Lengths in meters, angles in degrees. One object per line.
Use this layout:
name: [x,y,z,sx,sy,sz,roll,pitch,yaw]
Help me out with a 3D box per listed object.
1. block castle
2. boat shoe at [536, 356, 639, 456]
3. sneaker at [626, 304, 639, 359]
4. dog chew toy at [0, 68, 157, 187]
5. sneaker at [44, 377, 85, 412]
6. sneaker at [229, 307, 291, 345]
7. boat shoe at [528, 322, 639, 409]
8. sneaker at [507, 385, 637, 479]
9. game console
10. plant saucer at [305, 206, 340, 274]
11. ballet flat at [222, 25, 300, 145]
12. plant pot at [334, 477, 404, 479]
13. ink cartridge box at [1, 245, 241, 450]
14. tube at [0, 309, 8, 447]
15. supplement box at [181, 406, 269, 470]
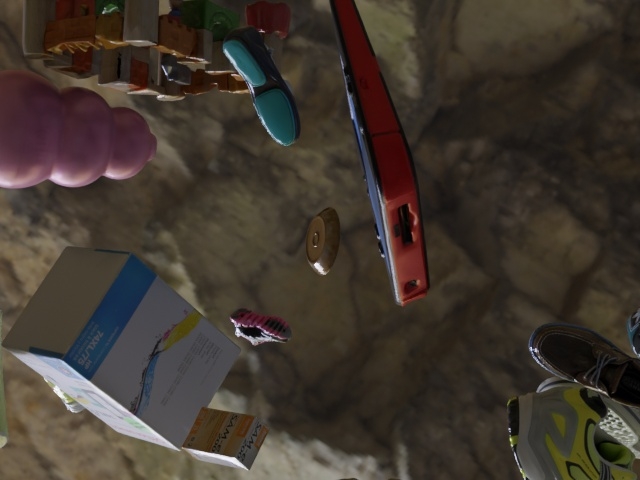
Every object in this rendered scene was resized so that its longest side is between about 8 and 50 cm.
block castle: [-0.281,-0.389,2.168,0.453,0.303,0.212,10,-100,-60]
boat shoe: [0.481,0.264,2.105,0.500,0.187,0.156,31,-113,-59]
sneaker: [0.457,0.098,1.624,0.108,0.121,0.302,-54,-31,-47]
dog chew toy: [-0.451,-0.183,2.202,0.332,0.206,0.206,7,-62,-23]
sneaker: [-0.456,0.202,2.181,0.081,0.208,0.094,-39,-44,-7]
sneaker: [-0.100,0.157,2.152,0.047,0.119,0.057,-38,-44,-48]
boat shoe: [0.332,0.148,1.458,0.066,0.183,0.066,-125,57,-83]
sneaker: [0.401,0.380,1.836,0.384,0.147,0.145,62,-160,-24]
game console: [0.077,-0.122,1.799,0.060,0.342,0.386,-17,-32,-2]
plant saucer: [0.000,0.000,1.519,0.015,0.083,0.083,8,-63,-24]
ballet flat: [-0.079,-0.245,1.941,0.074,0.074,0.203,-47,-61,-30]
plant pot: [0.057,0.484,1.607,0.334,0.334,0.305,-23,-70,-56]
ink cartridge box: [-0.308,0.168,1.975,0.270,0.198,0.197,45,-115,-33]
tube: [-0.530,0.212,1.952,0.070,0.240,0.062,19,-50,-38]
supplement box: [-0.121,0.251,1.595,0.036,0.098,0.062,49,-124,-39]
